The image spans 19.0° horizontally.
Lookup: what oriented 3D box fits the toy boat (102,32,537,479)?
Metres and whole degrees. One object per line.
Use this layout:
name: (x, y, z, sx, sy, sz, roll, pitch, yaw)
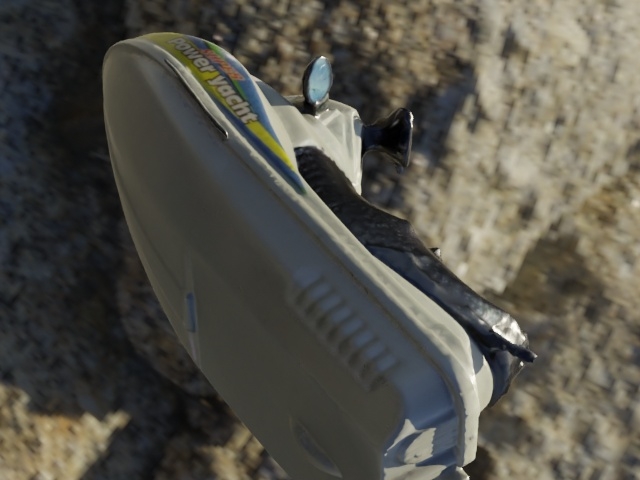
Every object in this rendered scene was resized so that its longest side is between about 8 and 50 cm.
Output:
toy boat: (-0.003, 0.006, 0.813, 0.140, 0.269, 0.141, -16, 141, -14)
